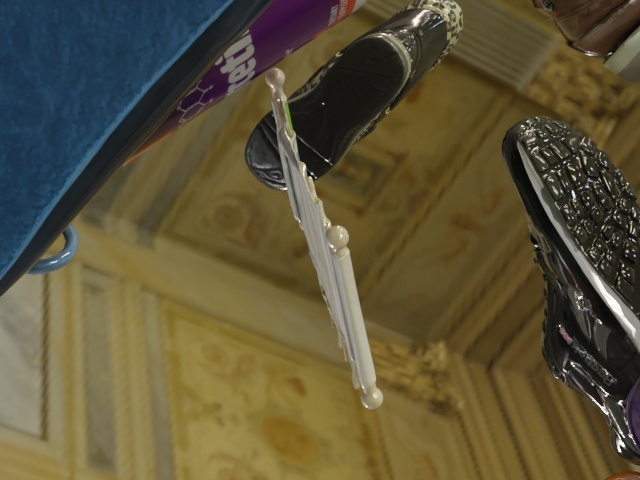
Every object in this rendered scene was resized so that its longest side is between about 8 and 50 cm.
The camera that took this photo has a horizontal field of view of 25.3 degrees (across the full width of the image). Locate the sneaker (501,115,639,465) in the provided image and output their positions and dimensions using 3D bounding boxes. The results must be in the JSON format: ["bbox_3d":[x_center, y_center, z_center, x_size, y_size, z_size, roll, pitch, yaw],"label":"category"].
[{"bbox_3d":[0.198,0.047,1.072,0.124,0.283,0.107,-35,176,40],"label":"sneaker"}]

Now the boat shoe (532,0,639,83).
[{"bbox_3d":[0.196,-0.194,0.814,0.111,0.104,0.307,-56,177,-26],"label":"boat shoe"}]

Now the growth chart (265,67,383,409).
[{"bbox_3d":[0.000,0.000,1.058,0.237,0.021,0.172,-111,-173,-52],"label":"growth chart"}]

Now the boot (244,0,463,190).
[{"bbox_3d":[0.039,-0.152,1.463,0.236,0.085,0.178,-39,-178,39],"label":"boot"}]

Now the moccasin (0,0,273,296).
[{"bbox_3d":[-0.113,-0.049,0.536,0.342,0.138,0.117,-34,-177,13],"label":"moccasin"}]

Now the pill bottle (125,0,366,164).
[{"bbox_3d":[-0.129,-0.166,0.999,0.323,0.181,0.181,-36,-160,-15],"label":"pill bottle"}]

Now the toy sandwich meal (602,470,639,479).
[{"bbox_3d":[0.220,0.209,1.047,0.029,0.085,0.085,31,-83,51],"label":"toy sandwich meal"}]
